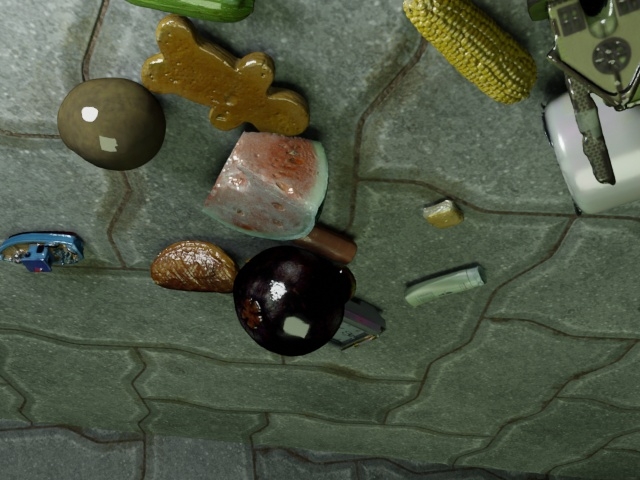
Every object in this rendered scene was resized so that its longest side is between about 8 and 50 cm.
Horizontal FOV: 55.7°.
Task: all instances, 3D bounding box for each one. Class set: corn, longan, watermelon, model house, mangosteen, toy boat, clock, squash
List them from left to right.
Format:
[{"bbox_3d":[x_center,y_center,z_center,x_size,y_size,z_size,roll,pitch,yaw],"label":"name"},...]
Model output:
[{"bbox_3d":[-0.685,0.034,1.470,0.223,0.097,0.100,-3,142,7],"label":"toy boat"},{"bbox_3d":[-0.365,-0.202,1.061,0.187,0.168,0.167,14,150,22],"label":"longan"},{"bbox_3d":[-0.205,-0.364,0.881,0.219,0.077,0.068,11,136,-7],"label":"squash"},{"bbox_3d":[-0.113,-0.120,1.172,0.318,0.148,0.226,1,147,39],"label":"watermelon"},{"bbox_3d":[-0.048,0.131,1.428,0.302,0.275,0.275,-20,164,-41],"label":"mangosteen"},{"bbox_3d":[0.036,0.221,1.696,0.253,0.084,0.186,28,138,-32],"label":"clock"},{"bbox_3d":[0.234,-0.300,0.928,0.260,0.091,0.091,27,130,-29],"label":"corn"},{"bbox_3d":[0.426,-0.229,0.813,0.218,0.279,0.205,-17,-175,25],"label":"model house"}]

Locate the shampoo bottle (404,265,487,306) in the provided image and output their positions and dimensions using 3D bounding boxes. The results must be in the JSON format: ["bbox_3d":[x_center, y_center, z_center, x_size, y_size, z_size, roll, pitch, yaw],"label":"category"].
[{"bbox_3d":[0.319,0.117,1.554,0.212,0.049,0.072,-22,134,31],"label":"shampoo bottle"}]

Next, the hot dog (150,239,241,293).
[{"bbox_3d":[-0.303,0.073,1.493,0.226,0.099,0.161,2,145,3],"label":"hot dog"}]

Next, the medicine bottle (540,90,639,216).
[{"bbox_3d":[0.563,-0.193,0.947,0.378,0.214,0.213,-20,139,30],"label":"medicine bottle"}]

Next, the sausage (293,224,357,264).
[{"bbox_3d":[0.000,-0.001,1.403,0.169,0.065,0.065,22,141,-24],"label":"sausage"}]

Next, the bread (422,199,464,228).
[{"bbox_3d":[0.272,-0.055,1.325,0.070,0.035,0.083,-23,144,33],"label":"bread"}]

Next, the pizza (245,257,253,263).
[{"bbox_3d":[-0.128,0.077,1.551,0.122,0.027,0.109,3,147,0],"label":"pizza"}]

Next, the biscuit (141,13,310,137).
[{"bbox_3d":[-0.152,-0.265,1.043,0.301,0.049,0.197,22,148,-24],"label":"biscuit"}]
